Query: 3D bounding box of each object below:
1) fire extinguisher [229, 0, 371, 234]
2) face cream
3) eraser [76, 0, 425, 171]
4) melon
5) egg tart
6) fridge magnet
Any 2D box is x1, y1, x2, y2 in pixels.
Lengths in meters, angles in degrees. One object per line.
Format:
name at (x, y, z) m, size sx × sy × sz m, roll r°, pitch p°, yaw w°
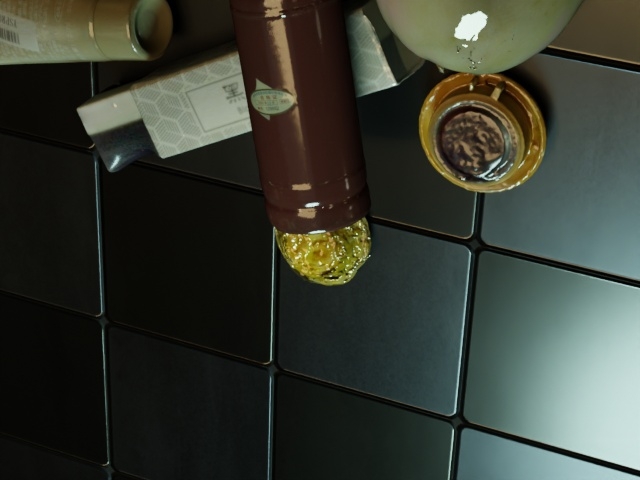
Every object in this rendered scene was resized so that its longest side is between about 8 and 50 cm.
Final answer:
fire extinguisher at (-0.034, -0.178, 1.557) m, size 0.135 × 0.114 × 0.337 m, roll -11°, pitch 114°, yaw -6°
face cream at (-0.331, -0.262, 1.818) m, size 0.341 × 0.084 × 0.137 m, roll 7°, pitch 117°, yaw 33°
eraser at (-0.084, -0.177, 1.720) m, size 0.403 × 0.098 × 0.096 m, roll -14°, pitch 108°, yaw 31°
melon at (0.166, -0.303, 1.447) m, size 0.223 × 0.223 × 0.317 m, roll 25°, pitch 124°, yaw 12°
egg tart at (0.000, 0.000, 1.803) m, size 0.130 × 0.052 × 0.130 m, roll 11°, pitch 117°, yaw 22°
fridge magnet at (0.173, -0.115, 1.645) m, size 0.143 × 0.063 × 0.143 m, roll 10°, pitch 118°, yaw 19°
